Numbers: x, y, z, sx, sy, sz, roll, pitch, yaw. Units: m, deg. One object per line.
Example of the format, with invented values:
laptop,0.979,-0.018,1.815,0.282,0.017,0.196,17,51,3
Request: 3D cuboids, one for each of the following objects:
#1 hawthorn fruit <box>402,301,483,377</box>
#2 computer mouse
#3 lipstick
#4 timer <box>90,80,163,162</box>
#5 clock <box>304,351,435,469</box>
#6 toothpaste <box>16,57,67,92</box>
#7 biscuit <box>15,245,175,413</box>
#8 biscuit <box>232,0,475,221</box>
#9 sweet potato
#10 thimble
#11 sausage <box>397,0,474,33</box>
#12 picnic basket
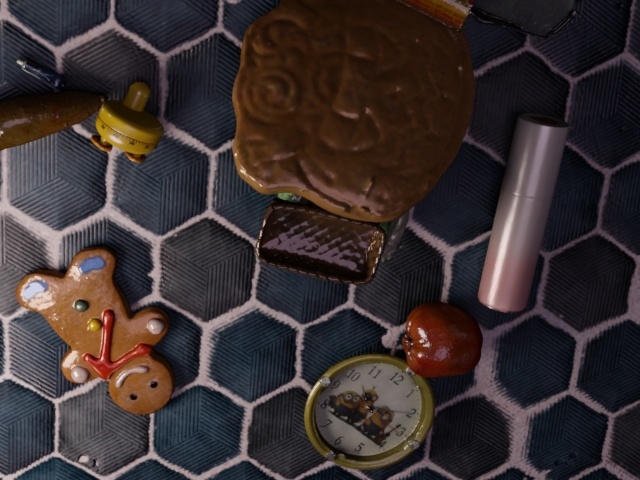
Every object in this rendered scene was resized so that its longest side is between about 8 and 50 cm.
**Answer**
hawthorn fruit,0.212,0.171,2.027,0.138,0.133,0.133,1,110,-14
computer mouse,0.307,-0.398,1.862,0.231,0.071,0.126,12,120,-13
lipstick,0.336,-0.044,1.983,0.087,0.087,0.327,7,109,-8
timer,-0.295,-0.188,1.861,0.107,0.107,0.109,24,109,-13
clock,0.085,0.295,2.100,0.237,0.057,0.237,-3,112,-6
toothpaste,-0.438,-0.262,1.866,0.083,0.019,0.027,28,88,-18
biscuit,-0.356,0.165,2.016,0.205,0.049,0.324,-26,112,3
biscuit,0.052,-0.227,1.806,0.365,0.062,0.385,13,76,-5
sweet potato,-0.502,-0.158,1.866,0.346,0.079,0.108,-32,122,10
thimble,0.039,-0.062,1.914,0.219,0.150,0.219,-1,111,-3
sausage,0.062,-0.430,1.799,0.371,0.082,0.082,26,106,0
picnic basket,0.000,0.000,1.826,0.193,0.055,0.110,15,108,-8
